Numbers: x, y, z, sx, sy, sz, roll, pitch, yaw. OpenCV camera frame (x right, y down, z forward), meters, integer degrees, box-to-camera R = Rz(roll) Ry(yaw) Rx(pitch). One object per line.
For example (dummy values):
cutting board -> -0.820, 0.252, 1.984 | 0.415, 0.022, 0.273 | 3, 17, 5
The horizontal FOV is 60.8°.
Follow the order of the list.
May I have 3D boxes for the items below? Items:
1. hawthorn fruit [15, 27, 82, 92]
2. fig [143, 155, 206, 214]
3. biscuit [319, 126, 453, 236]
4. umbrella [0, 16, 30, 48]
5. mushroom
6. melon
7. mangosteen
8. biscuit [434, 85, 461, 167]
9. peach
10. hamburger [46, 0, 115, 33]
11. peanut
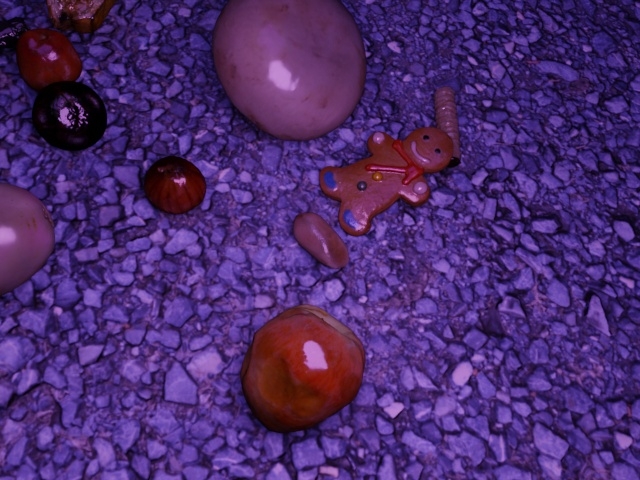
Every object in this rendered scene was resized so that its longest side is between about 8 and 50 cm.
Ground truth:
hawthorn fruit -> -0.598, -0.396, 1.202 | 0.133, 0.138, 0.132 | 2, 63, -5
fig -> -0.312, -0.123, 1.131 | 0.128, 0.150, 0.128 | -16, 54, 23
biscuit -> 0.158, -0.158, 1.225 | 0.324, 0.049, 0.205 | -27, 72, -8
umbrella -> -0.780, -0.445, 1.243 | 0.236, 0.059, 0.066 | -30, 52, -17
mushroom -> -0.076, -0.397, 1.228 | 0.362, 0.295, 0.362 | 6, 79, -33
melon -> -0.647, 0.010, 0.972 | 0.317, 0.223, 0.223 | -22, 71, -11
mangosteen -> -0.535, -0.264, 1.159 | 0.152, 0.152, 0.152 | 3, 66, -7
biscuit -> 0.308, -0.273, 1.319 | 0.061, 0.055, 0.219 | 20, 60, -39
peach -> -0.038, 0.236, 0.978 | 0.214, 0.214, 0.235 | 42, 104, 11
hamburger -> -0.556, -0.592, 1.286 | 0.144, 0.156, 0.283 | 24, 69, -19
peanut -> 0.000, 0.000, 1.148 | 0.076, 0.076, 0.152 | -40, 75, -21
